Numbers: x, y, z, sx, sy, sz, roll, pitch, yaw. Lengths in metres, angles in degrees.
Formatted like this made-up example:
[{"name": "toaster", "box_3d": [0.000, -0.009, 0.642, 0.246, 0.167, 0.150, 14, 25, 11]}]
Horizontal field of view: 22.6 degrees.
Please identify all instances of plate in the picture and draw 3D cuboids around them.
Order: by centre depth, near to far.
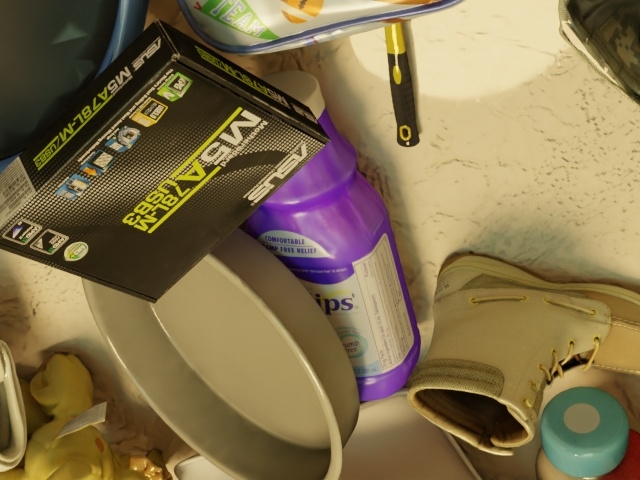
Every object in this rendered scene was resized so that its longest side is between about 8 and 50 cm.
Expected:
[{"name": "plate", "box_3d": [0.046, 0.255, 1.506, 0.278, 0.045, 0.277, -22, 121, 30]}]

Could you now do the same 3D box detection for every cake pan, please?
[{"name": "cake pan", "box_3d": [-0.080, 0.088, 1.330, 0.293, 0.054, 0.293, 33, 146, 26]}]

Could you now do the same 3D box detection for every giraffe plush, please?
[{"name": "giraffe plush", "box_3d": [-0.212, 0.219, 1.481, 0.210, 0.181, 0.170, -10, 138, 43]}]

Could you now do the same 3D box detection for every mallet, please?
[{"name": "mallet", "box_3d": [0.065, -0.148, 1.195, 0.062, 0.039, 0.190, -2, 131, 21]}]

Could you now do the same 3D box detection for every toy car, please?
[{"name": "toy car", "box_3d": [0.322, 0.225, 1.356, 0.238, 0.210, 0.219, -19, 140, -7]}]

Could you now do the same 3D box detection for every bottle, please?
[{"name": "bottle", "box_3d": [0.000, 0.000, 1.286, 0.118, 0.092, 0.283, 6, 130, 28]}]

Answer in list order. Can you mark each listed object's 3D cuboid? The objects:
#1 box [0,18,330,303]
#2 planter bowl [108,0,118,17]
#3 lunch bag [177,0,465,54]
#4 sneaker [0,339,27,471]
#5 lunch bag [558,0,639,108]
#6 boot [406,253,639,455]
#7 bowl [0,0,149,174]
[{"name": "box", "box_3d": [-0.115, -0.048, 1.121, 0.190, 0.045, 0.184, -42, 144, 15]}, {"name": "planter bowl", "box_3d": [-0.225, -0.143, 1.222, 0.217, 0.090, 0.217, 5, 108, 15]}, {"name": "lunch bag", "box_3d": [-0.006, -0.273, 1.041, 0.243, 0.115, 0.303, -12, 113, 21]}, {"name": "sneaker", "box_3d": [-0.358, 0.081, 1.409, 0.169, 0.108, 0.293, -19, 101, 30]}, {"name": "lunch bag", "box_3d": [0.286, -0.171, 0.982, 0.287, 0.235, 0.169, 8, 129, 9]}, {"name": "boot", "box_3d": [0.183, 0.102, 1.271, 0.213, 0.165, 0.077, 15, 131, 5]}, {"name": "bowl", "box_3d": [-0.301, -0.202, 1.136, 0.391, 0.077, 0.391, 5, 108, 15]}]
